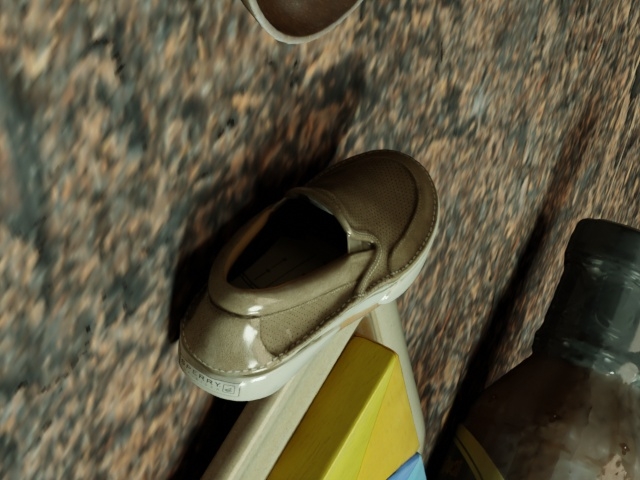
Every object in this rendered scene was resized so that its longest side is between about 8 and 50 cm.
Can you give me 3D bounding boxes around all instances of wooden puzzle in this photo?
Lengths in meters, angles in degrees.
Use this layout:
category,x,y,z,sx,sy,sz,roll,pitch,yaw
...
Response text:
category,x,y,z,sx,sy,sz,roll,pitch,yaw
wooden puzzle,-0.012,0.127,0.745,0.239,0.044,0.221,-63,161,-21

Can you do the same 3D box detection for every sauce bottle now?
category,x,y,z,sx,sy,sz,roll,pitch,yaw
sauce bottle,0.109,0.157,1.034,0.344,0.111,0.111,-67,163,-10

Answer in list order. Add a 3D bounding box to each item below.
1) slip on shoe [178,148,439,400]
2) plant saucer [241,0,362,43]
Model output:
category,x,y,z,sx,sy,sz,roll,pitch,yaw
slip on shoe,0.000,0.000,0.633,0.135,0.051,0.041,-39,149,-44
plant saucer,0.006,-0.138,0.524,0.168,0.029,0.168,-55,157,-37
